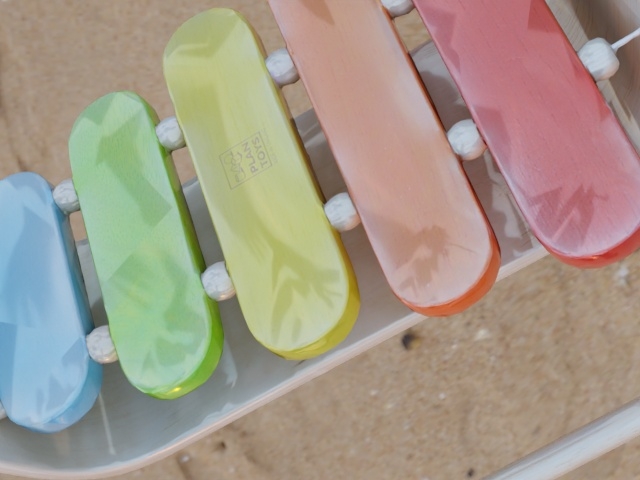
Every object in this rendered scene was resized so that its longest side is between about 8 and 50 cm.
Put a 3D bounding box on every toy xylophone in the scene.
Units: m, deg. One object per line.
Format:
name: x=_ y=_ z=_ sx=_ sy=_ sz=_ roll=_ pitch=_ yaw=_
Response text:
toy xylophone: x=0.000 y=0.000 z=0.462 sx=0.322 sy=0.081 sz=0.236 roll=-36 pitch=54 yaw=8
